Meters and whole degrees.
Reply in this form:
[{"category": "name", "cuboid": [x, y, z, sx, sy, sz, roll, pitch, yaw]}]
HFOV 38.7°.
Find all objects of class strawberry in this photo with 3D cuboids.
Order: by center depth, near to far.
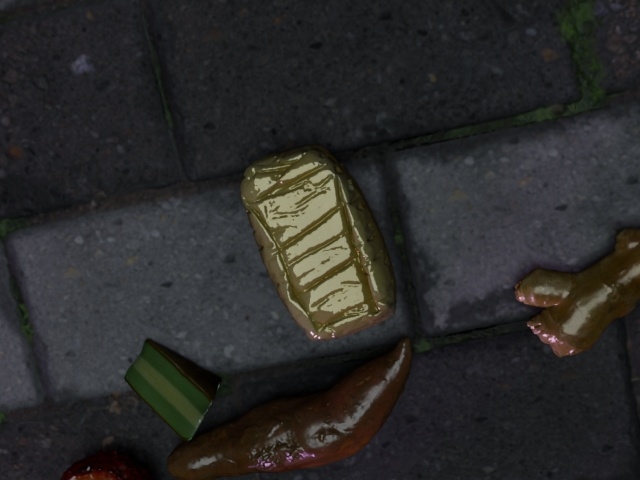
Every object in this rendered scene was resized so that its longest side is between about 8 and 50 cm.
[{"category": "strawberry", "cuboid": [-0.274, 0.342, 1.181, 0.145, 0.086, 0.145, 1, 100, 4]}]

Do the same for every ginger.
[{"category": "ginger", "cuboid": [0.381, 0.036, 1.076, 0.298, 0.065, 0.118, -27, 102, 7]}]

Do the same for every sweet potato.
[{"category": "sweet potato", "cuboid": [-0.024, 0.238, 1.135, 0.354, 0.095, 0.106, -27, 102, 11]}]

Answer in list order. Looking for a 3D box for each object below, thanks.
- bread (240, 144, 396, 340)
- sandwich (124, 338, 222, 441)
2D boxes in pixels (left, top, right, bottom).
[{"category": "bread", "cuboid": [0.000, 0.000, 1.078, 0.139, 0.106, 0.236, -22, 98, 10]}, {"category": "sandwich", "cuboid": [-0.193, 0.187, 1.148, 0.116, 0.074, 0.074, 29, 102, -2]}]
